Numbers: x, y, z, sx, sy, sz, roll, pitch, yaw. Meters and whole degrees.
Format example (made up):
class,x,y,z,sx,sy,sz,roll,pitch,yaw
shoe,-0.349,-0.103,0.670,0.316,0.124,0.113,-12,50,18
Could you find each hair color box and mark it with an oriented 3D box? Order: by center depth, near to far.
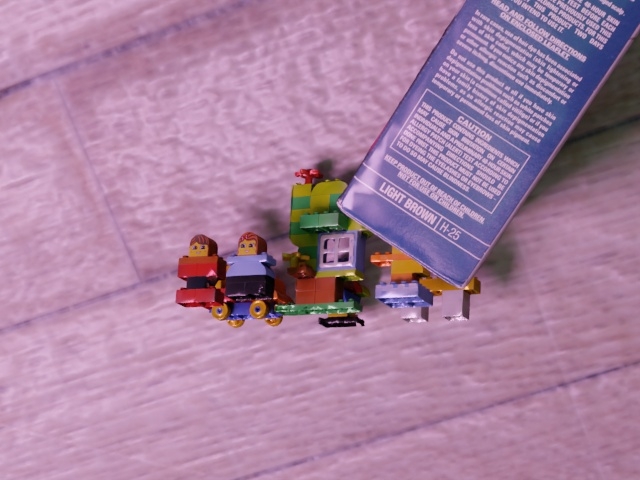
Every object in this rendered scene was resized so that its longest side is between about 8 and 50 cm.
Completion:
class,x,y,z,sx,sy,sz,roll,pitch,yaw
hair color box,0.155,-0.153,1.275,0.105,0.174,0.347,34,111,2

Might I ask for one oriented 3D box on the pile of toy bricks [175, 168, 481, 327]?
class,x,y,z,sx,sy,sz,roll,pitch,yaw
pile of toy bricks,0.000,0.000,1.407,0.212,0.118,0.105,-3,74,23
